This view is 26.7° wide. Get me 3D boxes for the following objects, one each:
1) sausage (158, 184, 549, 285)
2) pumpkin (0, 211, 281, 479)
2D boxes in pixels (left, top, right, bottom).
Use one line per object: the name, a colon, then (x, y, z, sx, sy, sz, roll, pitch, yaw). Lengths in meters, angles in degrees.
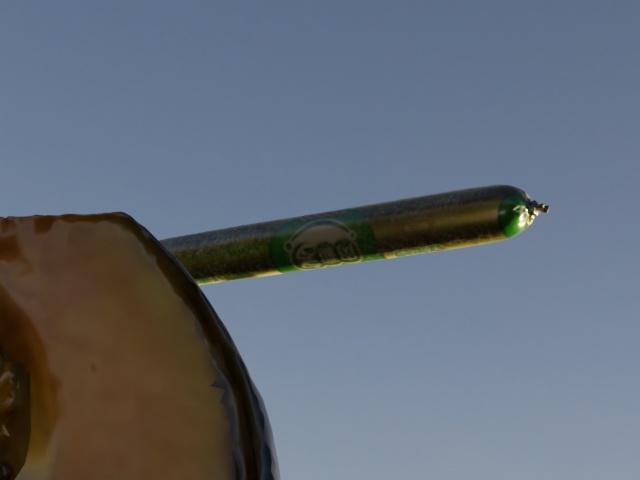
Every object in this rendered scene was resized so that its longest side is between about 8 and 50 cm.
sausage: (0.000, 0.000, 0.769, 0.269, 0.033, 0.033, -9, -39, 25)
pumpkin: (-0.160, 0.142, 0.441, 0.303, 0.256, 0.225, -6, -26, -15)
